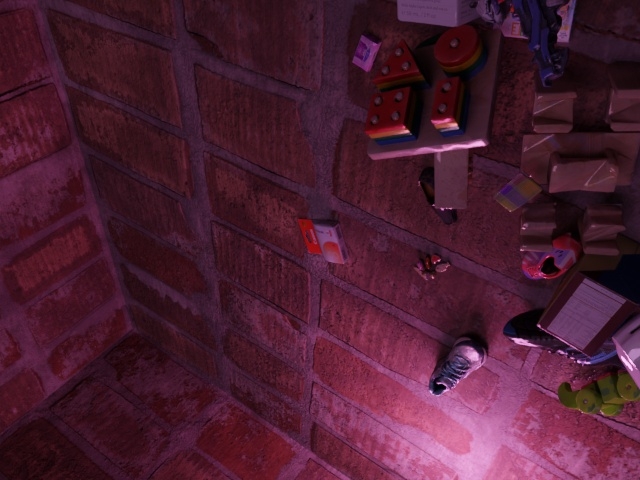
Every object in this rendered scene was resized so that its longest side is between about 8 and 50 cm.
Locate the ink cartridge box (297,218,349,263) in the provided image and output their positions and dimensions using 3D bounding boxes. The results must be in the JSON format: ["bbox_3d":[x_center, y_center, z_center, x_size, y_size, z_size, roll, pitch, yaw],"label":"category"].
[{"bbox_3d":[0.000,0.000,1.834,0.179,0.045,0.145,4,124,37],"label":"ink cartridge box"}]

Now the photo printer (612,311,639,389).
[{"bbox_3d":[0.779,0.234,1.144,0.256,0.107,0.307,-36,116,14],"label":"photo printer"}]

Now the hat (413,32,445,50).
[{"bbox_3d":[0.292,-0.356,1.260,0.208,0.173,0.183,50,180,29],"label":"hat"}]

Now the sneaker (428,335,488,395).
[{"bbox_3d":[0.432,0.414,1.729,0.110,0.122,0.283,35,140,13],"label":"sneaker"}]

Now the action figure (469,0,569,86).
[{"bbox_3d":[0.426,-0.436,0.933,0.330,0.178,0.341,-8,90,37],"label":"action figure"}]

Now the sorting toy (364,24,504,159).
[{"bbox_3d":[0.213,-0.307,1.086,0.257,0.255,0.089,-1,157,37],"label":"sorting toy"}]

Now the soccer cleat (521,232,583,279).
[{"bbox_3d":[0.540,0.058,1.308,0.083,0.095,0.248,40,163,7],"label":"soccer cleat"}]

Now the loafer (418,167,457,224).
[{"bbox_3d":[0.307,-0.108,1.450,0.062,0.061,0.170,-19,109,48],"label":"loafer"}]

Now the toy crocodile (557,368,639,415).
[{"bbox_3d":[0.778,0.385,1.417,0.115,0.105,0.340,11,147,-23],"label":"toy crocodile"}]

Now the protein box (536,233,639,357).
[{"bbox_3d":[0.628,0.115,1.237,0.136,0.200,0.201,33,139,19],"label":"protein box"}]

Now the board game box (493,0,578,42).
[{"bbox_3d":[0.425,-0.456,1.077,0.154,0.026,0.103,19,134,30],"label":"board game box"}]

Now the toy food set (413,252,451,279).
[{"bbox_3d":[0.326,0.078,1.622,0.078,0.019,0.122,44,141,4],"label":"toy food set"}]

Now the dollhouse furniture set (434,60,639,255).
[{"bbox_3d":[0.456,-0.195,1.176,0.394,0.256,0.362,2,127,16],"label":"dollhouse furniture set"}]

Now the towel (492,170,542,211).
[{"bbox_3d":[0.398,-0.098,1.096,0.060,0.009,0.083,35,129,-11],"label":"towel"}]

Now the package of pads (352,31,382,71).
[{"bbox_3d":[0.114,-0.467,1.345,0.050,0.032,0.083,36,140,11],"label":"package of pads"}]

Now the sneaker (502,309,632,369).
[{"bbox_3d":[0.646,0.269,1.413,0.341,0.125,0.140,-1,123,43],"label":"sneaker"}]

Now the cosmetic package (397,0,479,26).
[{"bbox_3d":[0.249,-0.532,1.053,0.151,0.151,0.184,27,138,41],"label":"cosmetic package"}]
